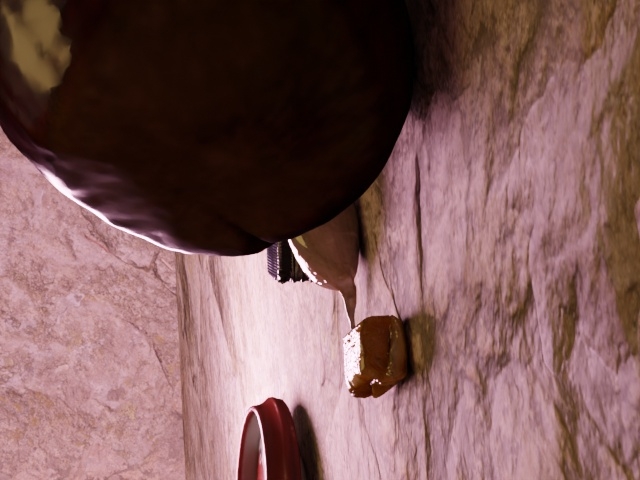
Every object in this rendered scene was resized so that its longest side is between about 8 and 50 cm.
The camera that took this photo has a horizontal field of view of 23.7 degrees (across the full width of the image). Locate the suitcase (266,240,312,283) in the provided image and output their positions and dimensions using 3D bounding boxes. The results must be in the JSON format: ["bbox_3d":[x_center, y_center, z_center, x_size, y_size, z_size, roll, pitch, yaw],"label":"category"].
[{"bbox_3d":[-0.039,0.012,2.008,0.126,0.059,0.086,-161,70,-78],"label":"suitcase"}]

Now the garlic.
[{"bbox_3d":[0.004,0.000,1.757,0.128,0.090,0.198,88,156,-49],"label":"garlic"}]

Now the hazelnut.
[{"bbox_3d":[-0.105,-0.193,1.423,0.402,0.429,0.402,-37,39,37],"label":"hazelnut"}]

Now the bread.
[{"bbox_3d":[0.055,0.121,1.576,0.132,0.053,0.074,119,151,-70],"label":"bread"}]

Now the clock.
[{"bbox_3d":[-0.064,0.384,2.182,0.318,0.080,0.318,-178,90,-79],"label":"clock"}]
